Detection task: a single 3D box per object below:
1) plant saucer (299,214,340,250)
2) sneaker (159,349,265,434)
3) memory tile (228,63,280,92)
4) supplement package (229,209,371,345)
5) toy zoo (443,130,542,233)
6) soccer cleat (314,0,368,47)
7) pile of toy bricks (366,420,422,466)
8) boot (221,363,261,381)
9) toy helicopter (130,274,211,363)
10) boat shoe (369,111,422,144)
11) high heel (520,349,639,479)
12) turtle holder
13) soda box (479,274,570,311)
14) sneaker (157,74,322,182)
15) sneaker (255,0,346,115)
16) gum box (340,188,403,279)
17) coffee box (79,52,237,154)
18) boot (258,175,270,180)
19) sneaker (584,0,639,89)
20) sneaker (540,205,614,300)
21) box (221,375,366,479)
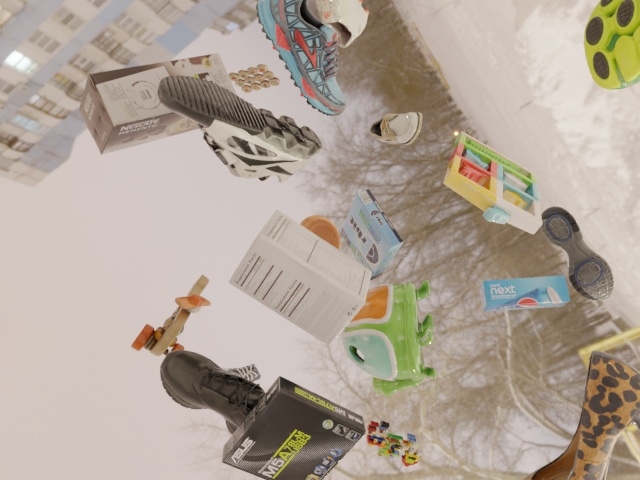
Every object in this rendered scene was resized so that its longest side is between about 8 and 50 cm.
[{"bbox_3d":[0.000,0.000,1.893,0.200,0.037,0.200,7,-102,-34],"label":"plant saucer"},{"bbox_3d":[-0.180,0.300,0.993,0.286,0.130,0.109,38,-132,-18],"label":"sneaker"},{"bbox_3d":[-0.218,-0.532,1.666,0.113,0.148,0.012,33,-126,-58],"label":"memory tile"},{"bbox_3d":[-0.037,0.074,1.034,0.244,0.134,0.139,33,-153,-4],"label":"supplement package"},{"bbox_3d":[0.343,-0.115,0.999,0.192,0.030,0.293,31,-146,2],"label":"toy zoo"},{"bbox_3d":[0.015,-0.403,0.828,0.068,0.076,0.196,25,172,40],"label":"soccer cleat"},{"bbox_3d":[0.243,0.733,1.798,0.212,0.105,0.118,21,-157,-13],"label":"pile of toy bricks"},{"bbox_3d":[-0.201,0.338,1.267,0.069,0.086,0.190,60,169,14],"label":"boot"},{"bbox_3d":[-0.431,0.215,1.596,0.140,0.235,0.355,35,-149,-11],"label":"toy helicopter"},{"bbox_3d":[0.274,-0.414,1.872,0.302,0.103,0.113,-178,97,-74],"label":"boat shoe"},{"bbox_3d":[0.311,0.261,0.663,0.186,0.261,0.093,59,-159,0],"label":"high heel"},{"bbox_3d":[0.184,0.255,1.332,0.320,0.227,0.243,66,-158,-56],"label":"turtle holder"},{"bbox_3d":[0.537,0.141,1.336,0.067,0.210,0.071,70,-164,-67],"label":"soda box"},{"bbox_3d":[-0.161,-0.184,0.940,0.330,0.146,0.122,18,-142,-38],"label":"sneaker"},{"bbox_3d":[-0.008,-0.361,0.967,0.262,0.125,0.104,53,-152,-27],"label":"sneaker"},{"bbox_3d":[0.120,-0.010,1.233,0.157,0.041,0.184,60,157,20],"label":"gum box"},{"bbox_3d":[-0.363,-0.311,1.137,0.297,0.168,0.119,-25,-88,-35],"label":"coffee box"},{"bbox_3d":[-0.160,-0.299,1.938,0.076,0.208,0.190,31,158,11],"label":"boot"},{"bbox_3d":[0.419,-0.301,0.616,0.123,0.109,0.296,35,-107,-27],"label":"sneaker"},{"bbox_3d":[0.718,0.025,1.387,0.129,0.111,0.297,-30,-88,-53],"label":"sneaker"},{"bbox_3d":[-0.047,0.351,0.893,0.184,0.191,0.045,31,-162,-20],"label":"box"}]
